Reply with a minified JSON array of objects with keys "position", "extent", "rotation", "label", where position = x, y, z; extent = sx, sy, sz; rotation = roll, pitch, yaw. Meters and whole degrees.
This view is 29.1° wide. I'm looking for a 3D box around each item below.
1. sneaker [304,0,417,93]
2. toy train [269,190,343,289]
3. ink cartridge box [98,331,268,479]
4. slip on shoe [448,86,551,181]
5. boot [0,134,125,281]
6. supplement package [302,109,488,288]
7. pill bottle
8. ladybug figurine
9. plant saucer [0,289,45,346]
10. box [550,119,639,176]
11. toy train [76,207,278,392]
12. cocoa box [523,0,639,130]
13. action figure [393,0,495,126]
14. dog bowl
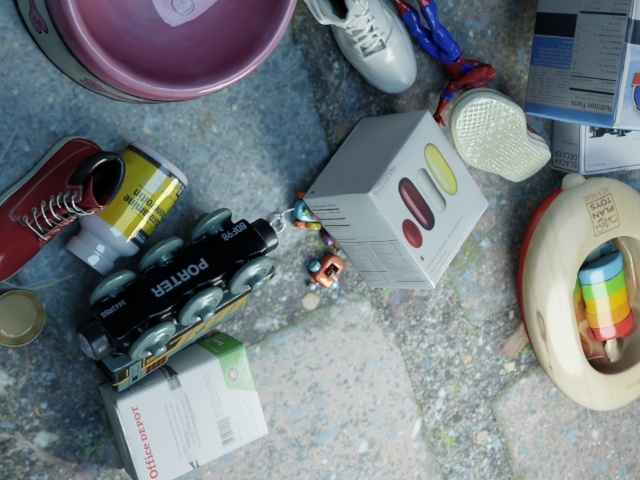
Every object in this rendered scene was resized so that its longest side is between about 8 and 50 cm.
[{"position":[0.047,-0.322,1.828],"extent":[0.108,0.169,0.292],"rotation":[-24,112,20],"label":"sneaker"},{"position":[0.000,0.000,1.959],"extent":[0.125,0.046,0.166],"rotation":[-48,120,-12],"label":"toy train"},{"position":[-0.208,0.258,1.874],"extent":[0.219,0.092,0.160],"rotation":[-22,111,-24],"label":"ink cartridge box"},{"position":[0.276,-0.180,1.976],"extent":[0.123,0.101,0.331],"rotation":[-40,156,15],"label":"slip on shoe"},{"position":[-0.368,-0.032,1.667],"extent":[0.088,0.176,0.244],"rotation":[43,81,-32],"label":"boot"},{"position":[0.121,-0.062,1.927],"extent":[0.203,0.149,0.194],"rotation":[52,57,-28],"label":"supplement package"},{"position":[-0.280,-0.043,1.757],"extent":[0.103,0.103,0.184],"rotation":[40,81,-30],"label":"pill bottle"},{"position":[0.472,0.083,2.177],"extent":[0.305,0.162,0.449],"rotation":[-22,113,-22],"label":"ladybug figurine"},{"position":[-0.435,0.109,1.756],"extent":[0.083,0.015,0.083],"rotation":[-7,105,-28],"label":"plant saucer"},{"position":[0.495,-0.266,2.154],"extent":[0.169,0.087,0.290],"rotation":[-10,106,-27],"label":"box"},{"position":[-0.207,0.085,1.790],"extent":[0.334,0.190,0.142],"rotation":[-34,73,-25],"label":"toy train"},{"position":[0.540,-0.289,1.986],"extent":[0.347,0.231,0.228],"rotation":[2,100,-30],"label":"cocoa box"},{"position":[0.181,-0.279,1.966],"extent":[0.280,0.091,0.139],"rotation":[39,66,-30],"label":"action figure"},{"position":[-0.206,-0.373,1.673],"extent":[0.408,0.150,0.408],"rotation":[-8,110,-23],"label":"dog bowl"}]
